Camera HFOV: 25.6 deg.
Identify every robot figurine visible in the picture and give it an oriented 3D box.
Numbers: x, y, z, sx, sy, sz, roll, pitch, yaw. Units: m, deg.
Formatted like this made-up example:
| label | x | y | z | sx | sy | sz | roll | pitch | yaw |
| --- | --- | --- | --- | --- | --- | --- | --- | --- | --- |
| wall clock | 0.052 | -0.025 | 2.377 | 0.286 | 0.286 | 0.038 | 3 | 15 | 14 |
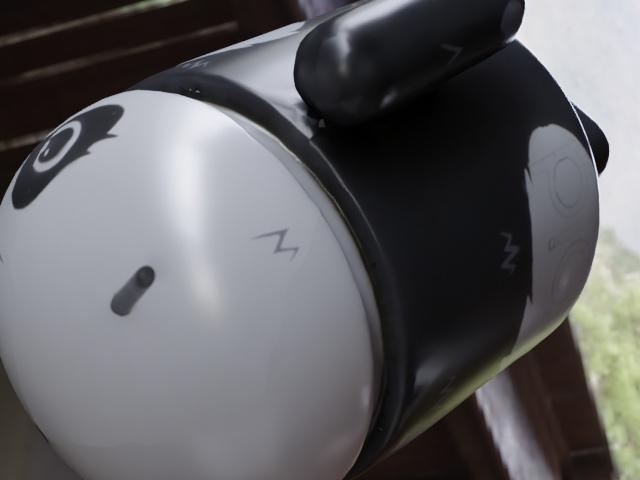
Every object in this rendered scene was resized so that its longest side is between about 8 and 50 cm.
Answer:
| label | x | y | z | sx | sy | sz | roll | pitch | yaw |
| --- | --- | --- | --- | --- | --- | --- | --- | --- | --- |
| robot figurine | -0.001 | -0.003 | 0.565 | 0.278 | 0.174 | 0.209 | -29 | 118 | -44 |
